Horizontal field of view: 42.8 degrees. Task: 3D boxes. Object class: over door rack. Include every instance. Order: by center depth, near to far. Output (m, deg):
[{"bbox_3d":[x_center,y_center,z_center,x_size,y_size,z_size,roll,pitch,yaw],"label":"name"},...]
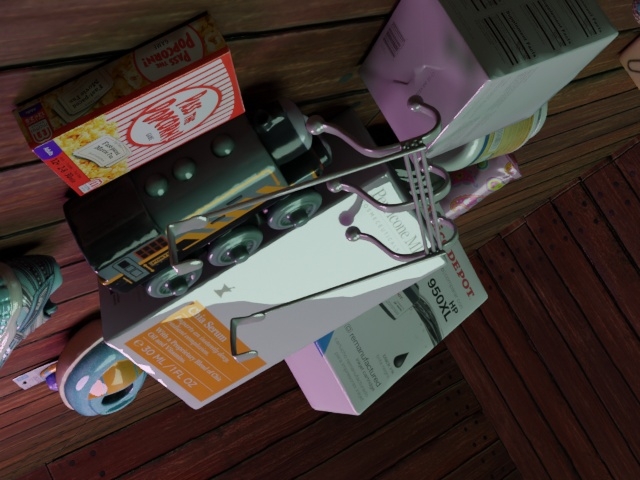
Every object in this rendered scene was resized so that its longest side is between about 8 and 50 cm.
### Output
[{"bbox_3d":[-0.004,-0.018,0.950,0.324,0.108,0.239,-27,144,-3],"label":"over door rack"}]

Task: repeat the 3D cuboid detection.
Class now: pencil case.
[{"bbox_3d":[0.290,-0.118,1.770,0.284,0.124,0.124,-32,168,19],"label":"pencil case"}]

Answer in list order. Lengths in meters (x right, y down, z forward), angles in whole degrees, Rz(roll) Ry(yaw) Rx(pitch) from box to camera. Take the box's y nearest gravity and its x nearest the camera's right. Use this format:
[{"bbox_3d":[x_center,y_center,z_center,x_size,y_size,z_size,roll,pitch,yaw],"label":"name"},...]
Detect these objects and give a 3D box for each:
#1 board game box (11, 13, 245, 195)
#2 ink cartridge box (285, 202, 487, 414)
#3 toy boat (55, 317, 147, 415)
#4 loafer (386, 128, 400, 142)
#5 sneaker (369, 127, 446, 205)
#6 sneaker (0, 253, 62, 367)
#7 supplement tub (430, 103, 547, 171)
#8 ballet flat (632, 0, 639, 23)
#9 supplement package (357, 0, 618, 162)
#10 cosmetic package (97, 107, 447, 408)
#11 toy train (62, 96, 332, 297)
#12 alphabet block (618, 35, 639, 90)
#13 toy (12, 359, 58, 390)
[{"bbox_3d":[-0.172,-0.124,0.779,0.193,0.045,0.147,-28,169,-5],"label":"board game box"},{"bbox_3d":[0.099,0.102,1.583,0.395,0.285,0.166,-36,-166,-30],"label":"ink cartridge box"},{"bbox_3d":[-0.341,0.220,1.552,0.318,0.148,0.267,-29,156,-24],"label":"toy boat"},{"bbox_3d":[0.120,-0.147,1.380,0.056,0.050,0.148,-20,165,-40],"label":"loafer"},{"bbox_3d":[0.066,-0.112,1.305,0.286,0.109,0.130,-13,129,-11],"label":"sneaker"},{"bbox_3d":[-0.408,0.109,1.068,0.122,0.110,0.283,-24,168,-41],"label":"sneaker"},{"bbox_3d":[0.236,-0.191,1.233,0.199,0.144,0.144,-19,165,-40],"label":"supplement tub"},{"bbox_3d":[0.712,-0.437,1.392,0.482,0.164,0.182,-17,-174,-28],"label":"ballet flat"},{"bbox_3d":[0.190,-0.223,0.966,0.203,0.149,0.194,-24,168,-27],"label":"supplement package"},{"bbox_3d":[-0.074,0.038,1.199,0.453,0.161,0.230,-32,134,9],"label":"cosmetic package"},{"bbox_3d":[-0.142,-0.049,0.985,0.334,0.142,0.190,-30,159,2],"label":"toy train"},{"bbox_3d":[0.756,-0.370,1.618,0.193,0.192,0.197,-22,167,-25],"label":"alphabet block"},{"bbox_3d":[-0.489,0.261,1.662,0.237,0.056,0.137,-26,167,-17],"label":"toy"}]
